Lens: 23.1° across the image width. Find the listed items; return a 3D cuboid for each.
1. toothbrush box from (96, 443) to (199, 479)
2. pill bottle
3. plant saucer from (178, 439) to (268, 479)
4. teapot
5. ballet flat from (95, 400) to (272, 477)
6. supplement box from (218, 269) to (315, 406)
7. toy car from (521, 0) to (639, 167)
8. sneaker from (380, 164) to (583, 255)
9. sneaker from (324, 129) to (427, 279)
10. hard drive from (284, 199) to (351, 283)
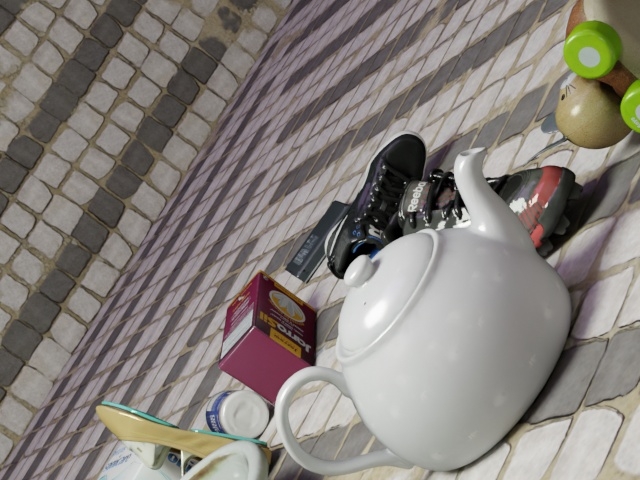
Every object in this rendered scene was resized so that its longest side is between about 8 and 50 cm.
[{"bbox_3d":[-0.260,0.406,2.050,0.295,0.126,0.216,-61,14,-27],"label":"toothbrush box"},{"bbox_3d":[-0.118,0.236,2.117,0.067,0.067,0.120,-58,13,-16],"label":"pill bottle"},{"bbox_3d":[-0.164,0.408,1.743,0.400,0.100,0.400,-48,12,14],"label":"plant saucer"},{"bbox_3d":[0.098,0.084,1.489,0.252,0.187,0.256,-41,19,45],"label":"teapot"},{"bbox_3d":[-0.178,0.260,1.952,0.080,0.232,0.073,68,-143,-74],"label":"ballet flat"},{"bbox_3d":[-0.070,0.132,2.130,0.081,0.104,0.188,-49,14,18],"label":"supplement box"},{"bbox_3d":[0.269,-0.150,1.563,0.188,0.149,0.155,-42,7,41],"label":"toy car"},{"bbox_3d":[0.160,-0.023,1.661,0.276,0.135,0.097,-33,23,54],"label":"sneaker"},{"bbox_3d":[0.085,-0.037,2.103,0.217,0.079,0.121,-59,15,15],"label":"sneaker"},{"bbox_3d":[0.000,0.000,2.397,0.135,0.022,0.094,-55,13,-2],"label":"hard drive"}]
